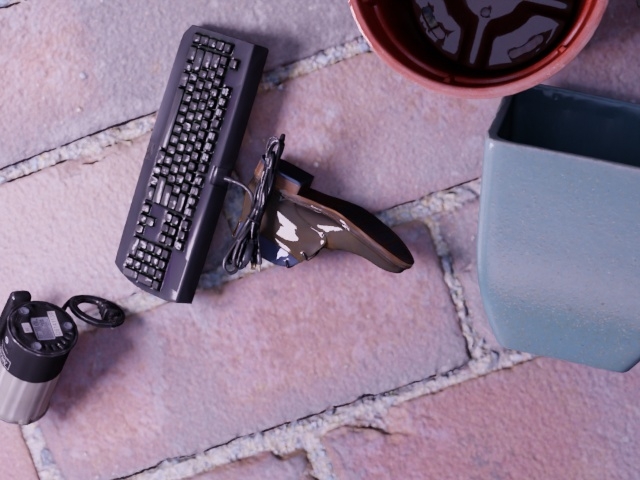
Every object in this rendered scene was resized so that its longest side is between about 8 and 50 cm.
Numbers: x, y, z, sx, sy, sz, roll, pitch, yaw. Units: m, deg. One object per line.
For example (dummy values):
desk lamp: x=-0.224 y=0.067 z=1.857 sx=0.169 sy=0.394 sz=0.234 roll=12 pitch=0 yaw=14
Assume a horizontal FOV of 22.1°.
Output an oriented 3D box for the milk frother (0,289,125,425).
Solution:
milk frother: x=-0.317 y=0.134 z=1.949 sx=0.143 sy=0.129 sz=0.135 roll=11 pitch=134 yaw=-19

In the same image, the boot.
boot: x=0.000 y=0.000 z=1.902 sx=0.219 sy=0.082 sz=0.106 roll=35 pitch=108 yaw=15

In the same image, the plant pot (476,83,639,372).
plant pot: x=0.291 y=-0.004 z=1.772 sx=0.248 sy=0.247 sz=0.252 roll=12 pitch=111 yaw=8

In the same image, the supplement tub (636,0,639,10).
supplement tub: x=0.496 y=-0.344 z=1.721 sx=0.228 sy=0.228 sz=0.316 roll=25 pitch=97 yaw=7

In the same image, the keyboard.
keyboard: x=-0.129 y=-0.079 z=1.902 sx=0.201 sy=0.033 sz=0.317 roll=20 pitch=97 yaw=30

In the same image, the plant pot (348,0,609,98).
plant pot: x=0.178 y=-0.284 z=1.756 sx=0.272 sy=0.265 sz=0.272 roll=1 pitch=93 yaw=10
